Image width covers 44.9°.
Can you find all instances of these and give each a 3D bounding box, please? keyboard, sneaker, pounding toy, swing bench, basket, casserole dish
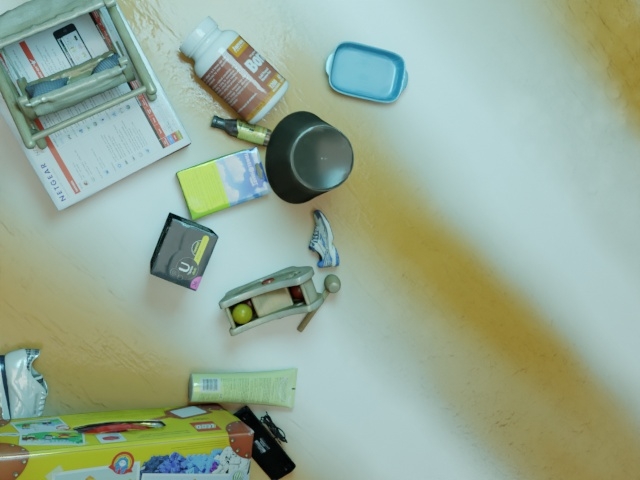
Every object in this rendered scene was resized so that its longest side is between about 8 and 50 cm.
[{"bbox_3d":[-0.123,0.449,1.748,0.100,0.038,0.192,-32,104,16],"label":"keyboard"},{"bbox_3d":[0.000,0.000,1.710,0.058,0.052,0.135,-16,99,-6],"label":"sneaker"},{"bbox_3d":[-0.068,0.148,1.657,0.269,0.154,0.155,-21,100,-9],"label":"pounding toy"},{"bbox_3d":[-0.605,0.340,1.594,0.094,0.090,0.235,-11,100,-21],"label":"sneaker"},{"bbox_3d":[-0.467,-0.332,1.420,0.253,0.165,0.255,-26,101,-8],"label":"swing bench"},{"bbox_3d":[-0.021,-0.168,1.594,0.154,0.227,0.205,8,95,-13],"label":"basket"},{"bbox_3d":[0.099,-0.367,1.697,0.188,0.037,0.114,10,94,-15],"label":"casserole dish"}]

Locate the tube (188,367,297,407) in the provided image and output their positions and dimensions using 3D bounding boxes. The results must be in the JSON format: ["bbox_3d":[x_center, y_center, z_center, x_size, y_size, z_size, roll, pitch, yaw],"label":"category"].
[{"bbox_3d":[-0.169,0.326,1.708,0.240,0.062,0.070,3,137,-18],"label":"tube"}]

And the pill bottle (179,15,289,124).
[{"bbox_3d":[-0.179,-0.351,1.591,0.216,0.121,0.121,42,86,-14],"label":"pill bottle"}]

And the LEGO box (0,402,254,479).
[{"bbox_3d":[-0.409,0.543,1.530,0.500,0.193,0.373,2,96,-32],"label":"LEGO box"}]

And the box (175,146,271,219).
[{"bbox_3d":[-0.206,-0.123,1.651,0.178,0.042,0.109,-20,101,-10],"label":"box"}]

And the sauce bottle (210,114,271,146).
[{"bbox_3d":[-0.169,-0.235,1.647,0.128,0.042,0.042,15,93,-11],"label":"sauce bottle"}]

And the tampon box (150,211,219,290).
[{"bbox_3d":[-0.282,0.020,1.589,0.101,0.161,0.121,22,92,-14],"label":"tampon box"}]

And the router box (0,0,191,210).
[{"bbox_3d":[-0.470,-0.276,1.553,0.301,0.082,0.336,-28,102,-8],"label":"router box"}]
